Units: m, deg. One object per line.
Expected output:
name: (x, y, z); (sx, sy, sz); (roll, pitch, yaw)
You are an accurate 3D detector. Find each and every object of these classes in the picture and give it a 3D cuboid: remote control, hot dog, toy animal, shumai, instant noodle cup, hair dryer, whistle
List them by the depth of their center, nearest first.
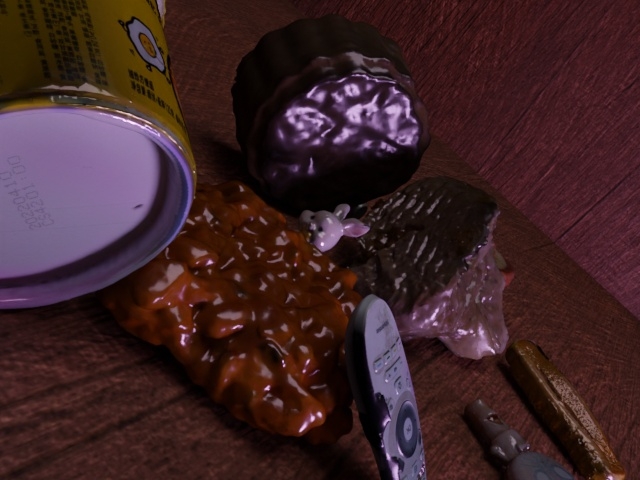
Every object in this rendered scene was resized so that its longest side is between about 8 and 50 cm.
instant noodle cup: (-0.257, -0.114, 0.622); (0.325, 0.325, 0.254); (15, 41, -49)
remote control: (0.068, 0.180, 0.751); (0.097, 0.045, 0.256); (-25, 104, -59)
whistle: (0.273, 0.307, 1.001); (0.107, 0.057, 0.220); (1, 37, -39)
toy animal: (-0.005, -0.002, 1.055); (0.085, 0.124, 0.071); (24, 21, -40)
shumai: (0.191, 0.071, 1.221); (0.346, 0.217, 0.283); (-68, 150, -41)
hot dog: (0.405, 0.290, 1.243); (0.083, 0.068, 0.289); (-2, 46, -28)
hair dryer: (0.057, -0.074, 1.437); (0.106, 0.054, 0.154); (44, 10, 22)

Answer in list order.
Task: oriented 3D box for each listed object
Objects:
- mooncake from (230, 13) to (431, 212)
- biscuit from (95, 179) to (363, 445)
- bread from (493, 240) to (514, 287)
mooncake: (0.016, -0.196, 1.222); (0.324, 0.324, 0.187); (25, 31, -34)
biscuit: (-0.071, 0.066, 0.823); (0.312, 0.110, 0.318); (39, 21, -4)
bread: (0.274, 0.045, 1.441); (0.190, 0.123, 0.244); (45, 22, 8)
